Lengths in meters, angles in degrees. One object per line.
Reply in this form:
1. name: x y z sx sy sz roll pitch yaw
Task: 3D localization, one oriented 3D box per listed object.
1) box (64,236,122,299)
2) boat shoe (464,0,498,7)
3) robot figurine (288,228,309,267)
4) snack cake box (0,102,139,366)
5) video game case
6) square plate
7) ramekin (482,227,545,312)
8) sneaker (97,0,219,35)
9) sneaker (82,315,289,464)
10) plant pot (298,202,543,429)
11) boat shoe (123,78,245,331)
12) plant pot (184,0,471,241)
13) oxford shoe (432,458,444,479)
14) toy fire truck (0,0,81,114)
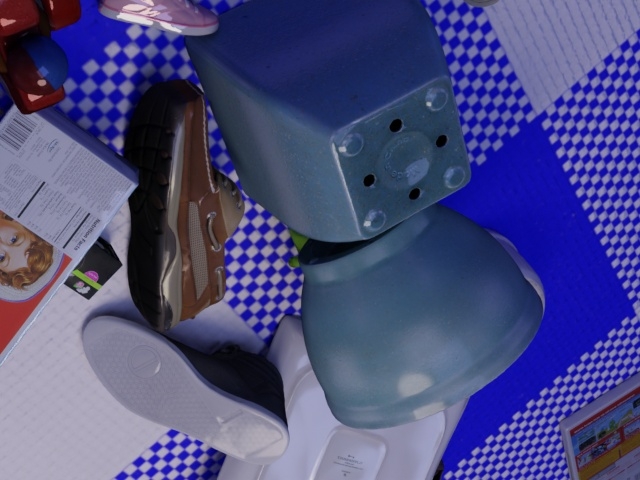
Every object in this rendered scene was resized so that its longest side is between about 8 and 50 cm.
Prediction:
1. box: -0.286 0.017 1.220 0.062 0.052 0.083 -46 130 4
2. boat shoe: 0.179 -0.398 1.230 0.079 0.084 0.233 -53 136 -44
3. robot figurine: 0.000 0.000 1.366 0.101 0.067 0.115 -32 131 -11
4. snack cake box: -0.331 -0.009 1.118 0.152 0.089 0.264 37 97 -16
5. video game case: 0.554 0.387 1.964 0.204 0.025 0.285 -29 130 -11
6. square plate: 0.036 0.318 1.511 0.347 0.049 0.344 21 91 -26
7. ramekin: 0.232 0.095 1.536 0.207 0.109 0.207 -15 125 -22
8. sneaker: -0.165 -0.263 1.112 0.134 0.051 0.070 6 119 -26
9. sneaker: -0.169 0.174 1.364 0.295 0.147 0.104 31 107 -8
10. plant pot: 0.093 0.058 1.257 0.293 0.293 0.196 -33 107 -9
11. boat shoe: -0.157 -0.041 1.227 0.120 0.122 0.324 -14 133 -29
12. plant pot: 0.035 -0.139 1.179 0.248 0.252 0.247 -29 130 -11
13. oxford shoe: 0.160 0.314 1.637 0.097 0.098 0.271 -20 127 -19
14. toy fire truck: -0.302 -0.238 0.916 0.169 0.254 0.302 -25 128 -15
